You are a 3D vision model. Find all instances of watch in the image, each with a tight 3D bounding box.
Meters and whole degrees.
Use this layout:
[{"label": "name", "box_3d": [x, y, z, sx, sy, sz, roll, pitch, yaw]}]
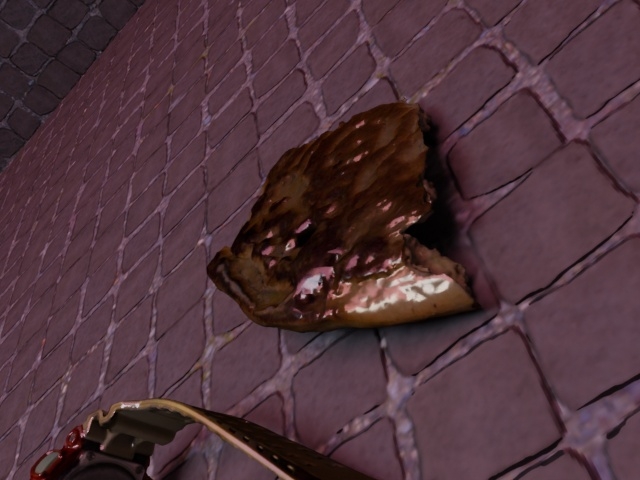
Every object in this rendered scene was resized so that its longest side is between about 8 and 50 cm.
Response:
[{"label": "watch", "box_3d": [-0.083, 0.183, 0.434, 0.268, 0.102, 0.165, 5, 69, 46]}]

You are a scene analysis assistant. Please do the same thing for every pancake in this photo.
[{"label": "pancake", "box_3d": [0.000, 0.000, 0.528, 0.212, 0.056, 0.257, -32, 28, 21]}]
